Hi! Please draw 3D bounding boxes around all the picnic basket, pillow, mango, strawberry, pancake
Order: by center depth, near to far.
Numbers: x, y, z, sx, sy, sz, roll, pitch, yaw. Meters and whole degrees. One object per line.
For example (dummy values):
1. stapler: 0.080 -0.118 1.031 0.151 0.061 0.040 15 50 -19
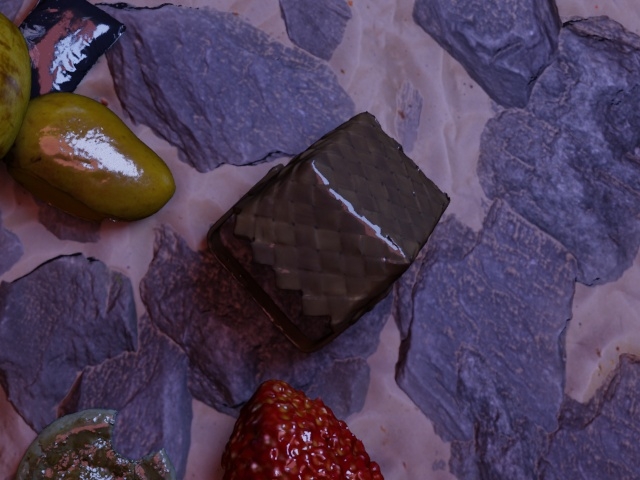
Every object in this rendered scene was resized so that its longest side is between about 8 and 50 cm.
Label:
1. strawberry: -0.036 0.389 1.472 0.292 0.292 0.343 -24 63 -11
2. picnic basket: 0.000 0.000 1.505 0.254 0.291 0.321 48 123 -2
3. pancake: -0.336 0.380 1.514 0.253 0.037 0.254 1 83 -9
4. mango: -0.345 -0.117 1.528 0.262 0.130 0.167 34 79 -13
5. pillow: -0.415 -0.288 1.577 0.141 0.055 0.208 35 80 -11

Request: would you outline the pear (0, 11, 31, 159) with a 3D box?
1. pear: -0.522 -0.210 1.374 0.280 0.281 0.281 1 83 -8
